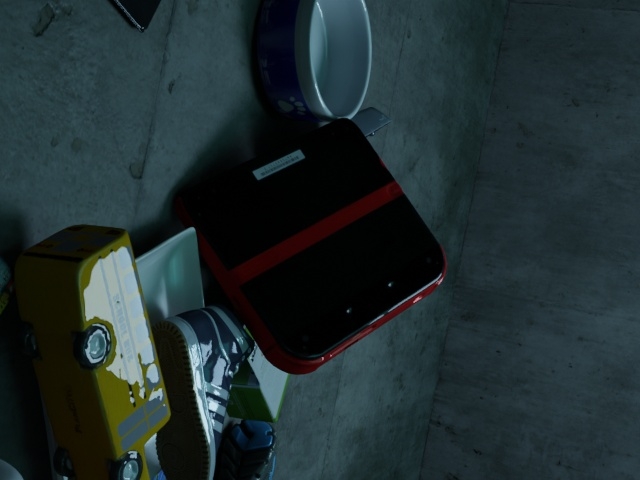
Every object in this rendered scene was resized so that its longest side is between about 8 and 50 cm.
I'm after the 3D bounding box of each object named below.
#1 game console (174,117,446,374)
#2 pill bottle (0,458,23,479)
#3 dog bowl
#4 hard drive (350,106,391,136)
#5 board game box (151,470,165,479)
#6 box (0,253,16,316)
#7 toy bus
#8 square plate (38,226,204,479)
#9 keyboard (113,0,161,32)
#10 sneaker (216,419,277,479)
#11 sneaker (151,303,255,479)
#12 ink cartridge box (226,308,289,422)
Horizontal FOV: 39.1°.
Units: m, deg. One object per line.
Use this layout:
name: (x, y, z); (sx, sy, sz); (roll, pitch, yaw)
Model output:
game console: (0.000, 0.000, 1.470); (0.386, 0.342, 0.060); (-29, 170, -34)
pill bottle: (-0.422, 0.405, 0.828); (0.229, 0.229, 0.408); (12, 89, -68)
dog bowl: (-0.005, -0.344, 1.610); (0.265, 0.104, 0.265); (4, 90, -65)
hard drive: (0.017, -0.179, 1.716); (0.054, 0.172, 0.254); (58, 36, -3)
board game box: (-0.258, 0.299, 1.437); (0.145, 0.027, 0.281); (70, 37, -49)
box: (-0.396, 0.072, 1.003); (0.094, 0.027, 0.137); (72, 36, -51)
toy bus: (-0.273, 0.158, 1.107); (0.130, 0.108, 0.333); (-41, 129, -52)
square plate: (-0.275, 0.189, 1.279); (0.347, 0.049, 0.344); (-34, 125, -56)
keyboard: (-0.253, -0.360, 1.160); (0.108, 0.023, 0.180); (-67, 156, -13)
sneaker: (-0.161, 0.496, 1.634); (0.140, 0.125, 0.341); (84, 30, -46)
sneaker: (-0.168, 0.231, 1.338); (0.153, 0.099, 0.282); (-27, 117, -57)
ink cartridge box: (-0.125, 0.170, 1.572); (0.255, 0.097, 0.189); (73, 26, -48)
